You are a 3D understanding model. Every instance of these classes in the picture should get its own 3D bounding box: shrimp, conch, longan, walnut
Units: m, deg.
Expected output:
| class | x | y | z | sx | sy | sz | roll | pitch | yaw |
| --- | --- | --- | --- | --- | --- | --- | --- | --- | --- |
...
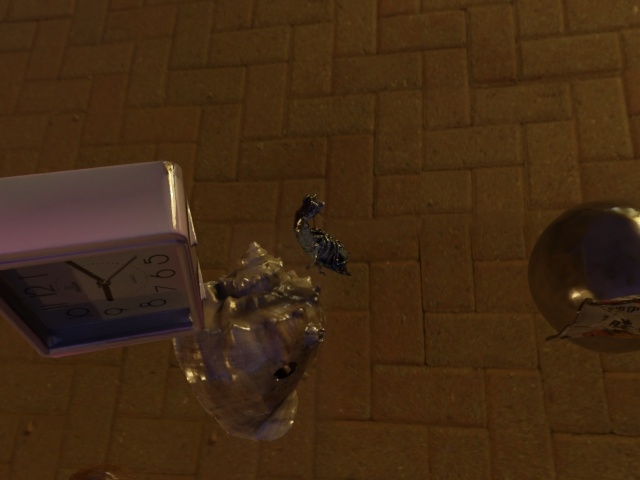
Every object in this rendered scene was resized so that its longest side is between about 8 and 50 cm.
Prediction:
| class | x | y | z | sx | sy | sz | roll | pitch | yaw |
| --- | --- | --- | --- | --- | --- | --- | --- | --- | --- |
| shrimp | -0.004 | 0.002 | 0.943 | 0.076 | 0.174 | 0.082 | -30 | 42 | 0 |
| conch | -0.103 | 0.166 | 0.972 | 0.263 | 0.186 | 0.324 | -9 | 78 | -29 |
| longan | 0.531 | 0.066 | 1.084 | 0.297 | 0.297 | 0.297 | -4 | 70 | 11 |
| walnut | -0.371 | 0.471 | 1.052 | 0.144 | 0.144 | 0.180 | -39 | 99 | -3 |

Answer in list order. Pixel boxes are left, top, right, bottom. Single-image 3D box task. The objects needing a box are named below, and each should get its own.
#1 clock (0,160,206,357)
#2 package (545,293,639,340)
| class | x | y | z | sx | sy | sz | roll | pitch | yaw |
| --- | --- | --- | --- | --- | --- | --- | --- | --- | --- |
| clock | -0.170 | 0.025 | 0.469 | 0.150 | 0.197 | 0.063 | -8 | 63 | -11 |
| package | 0.315 | 0.077 | 0.571 | 0.154 | 0.239 | 0.030 | -1 | 73 | 10 |
